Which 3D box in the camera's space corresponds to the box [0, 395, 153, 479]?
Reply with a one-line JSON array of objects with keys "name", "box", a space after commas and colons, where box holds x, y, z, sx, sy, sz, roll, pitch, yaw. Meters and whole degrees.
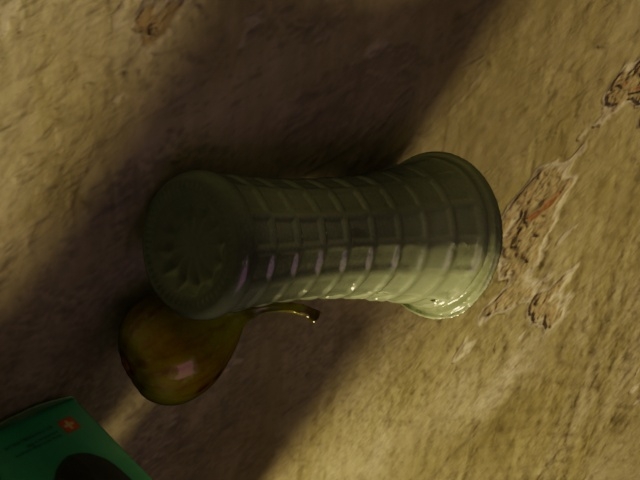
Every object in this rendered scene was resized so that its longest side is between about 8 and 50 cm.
[{"name": "box", "box": [-0.162, 0.301, 1.539, 0.118, 0.311, 0.205, -27, 148, -39]}]

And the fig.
[{"name": "fig", "box": [-0.091, 0.077, 1.574, 0.166, 0.093, 0.093, -18, 142, -42]}]

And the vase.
[{"name": "vase", "box": [0.000, 0.000, 1.547, 0.299, 0.143, 0.143, -3, 131, -48]}]
